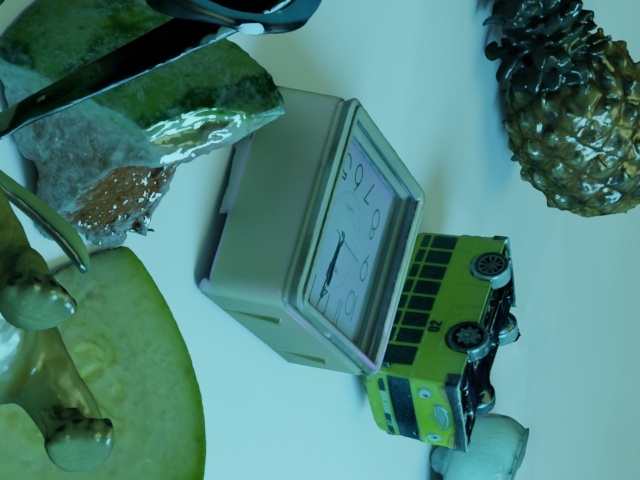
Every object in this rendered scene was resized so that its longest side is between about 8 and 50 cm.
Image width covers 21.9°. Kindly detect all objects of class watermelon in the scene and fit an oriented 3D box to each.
[{"bbox_3d":[-0.117,-0.062,0.828,0.098,0.121,0.158,-36,179,-40],"label":"watermelon"}]

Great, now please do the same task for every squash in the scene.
[{"bbox_3d":[-0.154,0.143,0.857,0.204,0.155,0.237,59,32,-3],"label":"squash"}]

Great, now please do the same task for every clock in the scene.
[{"bbox_3d":[0.000,0.000,1.097,0.192,0.071,0.147,48,55,-64],"label":"clock"}]

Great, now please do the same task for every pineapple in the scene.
[{"bbox_3d":[0.222,-0.150,1.492,0.278,0.158,0.157,56,47,-43],"label":"pineapple"}]

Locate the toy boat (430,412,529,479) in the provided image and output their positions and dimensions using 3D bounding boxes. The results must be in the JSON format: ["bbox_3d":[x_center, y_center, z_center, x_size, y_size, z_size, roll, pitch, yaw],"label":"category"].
[{"bbox_3d":[0.148,0.228,1.584,0.207,0.079,0.134,54,57,-75],"label":"toy boat"}]

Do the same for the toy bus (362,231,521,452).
[{"bbox_3d":[0.099,0.079,1.333,0.175,0.101,0.088,-65,154,-43],"label":"toy bus"}]

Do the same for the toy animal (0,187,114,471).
[{"bbox_3d":[-0.139,0.020,0.645,0.218,0.103,0.101,88,-4,-59],"label":"toy animal"}]

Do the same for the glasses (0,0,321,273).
[{"bbox_3d":[-0.115,-0.063,0.675,0.239,0.102,0.206,-6,115,-31],"label":"glasses"}]
